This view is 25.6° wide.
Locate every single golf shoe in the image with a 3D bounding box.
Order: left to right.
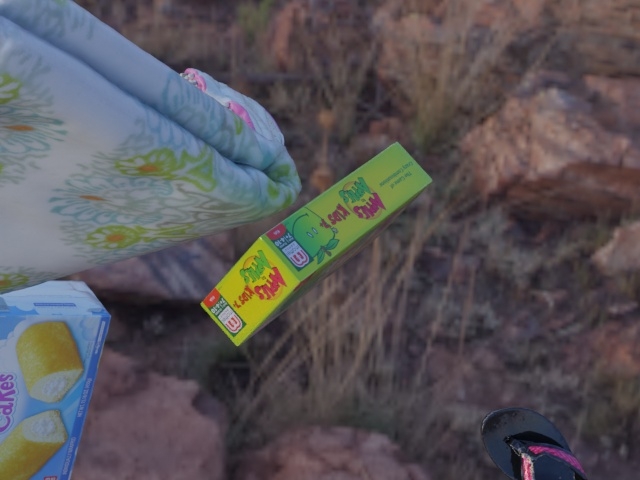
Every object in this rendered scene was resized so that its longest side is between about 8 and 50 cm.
[{"bbox_3d":[-0.090,-0.123,1.785,0.140,0.115,0.306,14,24,-33],"label":"golf shoe"}]

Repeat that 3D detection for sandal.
[{"bbox_3d":[0.223,0.228,1.331,0.067,0.179,0.040,-41,1,0],"label":"sandal"}]

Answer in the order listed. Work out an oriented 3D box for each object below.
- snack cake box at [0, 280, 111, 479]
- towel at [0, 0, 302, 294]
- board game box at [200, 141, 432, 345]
[{"bbox_3d":[-0.347,0.177,1.579,0.152,0.264,0.089,1,26,-35],"label":"snack cake box"},{"bbox_3d":[-0.240,-0.056,1.030,0.321,0.374,0.090,-12,68,26],"label":"towel"},{"bbox_3d":[0.000,0.000,1.037,0.043,0.092,0.181,48,43,5],"label":"board game box"}]
